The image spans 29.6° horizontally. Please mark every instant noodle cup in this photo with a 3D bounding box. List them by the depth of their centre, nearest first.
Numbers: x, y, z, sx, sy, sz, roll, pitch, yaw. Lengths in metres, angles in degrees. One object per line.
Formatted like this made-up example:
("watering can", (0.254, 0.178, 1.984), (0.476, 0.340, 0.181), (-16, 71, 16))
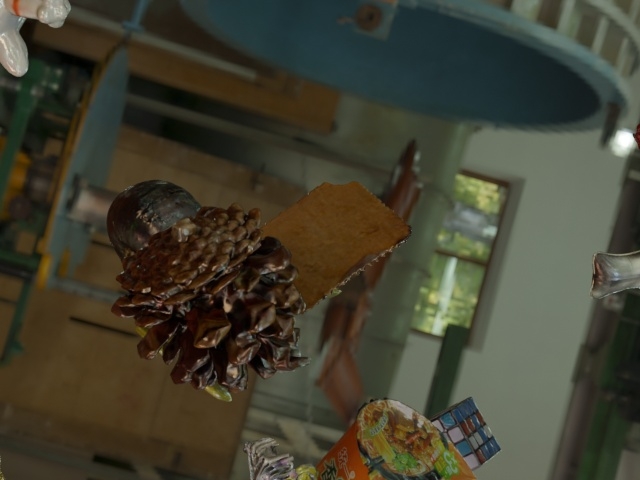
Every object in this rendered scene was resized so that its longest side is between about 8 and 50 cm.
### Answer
("instant noodle cup", (0.069, 0.333, 1.466), (0.182, 0.230, 0.230), (-44, -162, 25))

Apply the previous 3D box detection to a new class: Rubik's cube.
("Rubik's cube", (0.192, 0.295, 1.769), (0.092, 0.092, 0.092), (-33, 172, 25))

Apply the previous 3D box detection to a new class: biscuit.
("biscuit", (0.000, 0.000, 1.894), (0.237, 0.232, 0.013), (45, -12, 50))

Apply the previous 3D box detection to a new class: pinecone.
("pinecone", (-0.134, 0.088, 1.641), (0.264, 0.264, 0.264), (-165, -90, -86))

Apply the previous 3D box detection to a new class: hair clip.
("hair clip", (-0.062, 0.290, 1.321), (0.049, 0.116, 0.172), (51, -38, 45))

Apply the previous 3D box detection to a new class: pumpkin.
("pumpkin", (-0.295, -0.003, 2.265), (0.163, 0.233, 0.233), (-42, 168, -26))

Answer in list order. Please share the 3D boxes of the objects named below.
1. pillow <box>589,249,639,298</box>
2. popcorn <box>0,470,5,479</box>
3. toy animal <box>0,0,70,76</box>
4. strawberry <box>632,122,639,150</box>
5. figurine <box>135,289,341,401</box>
("pillow", (0.540, 0.054, 2.143), (0.091, 0.135, 0.055), (99, -22, -50))
("popcorn", (-0.478, 0.316, 1.554), (0.152, 0.167, 0.148), (-52, -132, 24))
("toy animal", (-0.424, -0.311, 1.516), (0.138, 0.282, 0.141), (-60, 168, -51))
("strawberry", (0.583, -0.162, 1.667), (0.318, 0.295, 0.345), (-68, -169, -12))
("figurine", (-0.098, 0.104, 1.982), (0.338, 0.204, 0.283), (-50, -151, -4))
